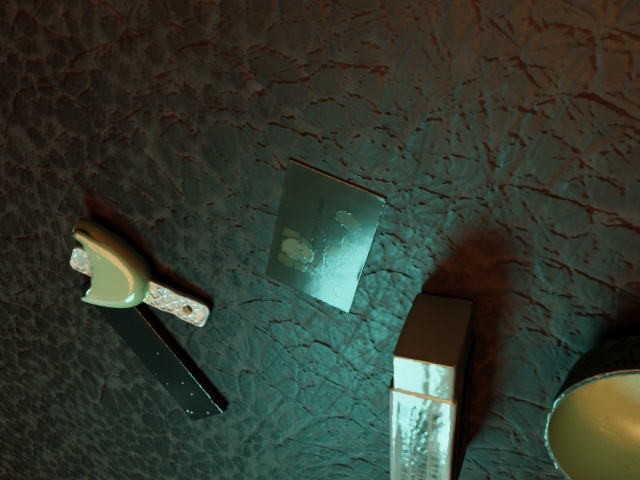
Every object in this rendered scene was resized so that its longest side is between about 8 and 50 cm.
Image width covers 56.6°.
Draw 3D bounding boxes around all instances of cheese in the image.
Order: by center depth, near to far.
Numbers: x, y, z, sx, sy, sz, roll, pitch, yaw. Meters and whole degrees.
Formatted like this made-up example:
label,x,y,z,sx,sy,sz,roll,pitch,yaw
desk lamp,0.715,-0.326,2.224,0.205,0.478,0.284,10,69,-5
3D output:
label,x,y,z,sx,sy,sz,roll,pitch,yaw
cheese,-0.273,0.065,0.894,0.235,0.050,0.127,23,112,0

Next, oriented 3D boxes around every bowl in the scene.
label,x,y,z,sx,sy,sz,roll,pitch,yaw
bowl,0.350,0.181,0.625,0.211,0.112,0.212,13,126,18

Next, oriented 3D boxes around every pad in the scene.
label,x,y,z,sx,sy,sz,roll,pitch,yaw
pad,0.000,0.000,0.749,0.127,0.004,0.190,23,127,11

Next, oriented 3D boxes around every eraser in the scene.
label,x,y,z,sx,sy,sz,roll,pitch,yaw
eraser,0.138,0.213,0.742,0.081,0.124,0.279,8,123,21

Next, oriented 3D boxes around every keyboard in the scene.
label,x,y,z,sx,sy,sz,roll,pitch,yaw
keyboard,-0.275,0.180,0.993,0.100,0.018,0.310,-26,107,37
